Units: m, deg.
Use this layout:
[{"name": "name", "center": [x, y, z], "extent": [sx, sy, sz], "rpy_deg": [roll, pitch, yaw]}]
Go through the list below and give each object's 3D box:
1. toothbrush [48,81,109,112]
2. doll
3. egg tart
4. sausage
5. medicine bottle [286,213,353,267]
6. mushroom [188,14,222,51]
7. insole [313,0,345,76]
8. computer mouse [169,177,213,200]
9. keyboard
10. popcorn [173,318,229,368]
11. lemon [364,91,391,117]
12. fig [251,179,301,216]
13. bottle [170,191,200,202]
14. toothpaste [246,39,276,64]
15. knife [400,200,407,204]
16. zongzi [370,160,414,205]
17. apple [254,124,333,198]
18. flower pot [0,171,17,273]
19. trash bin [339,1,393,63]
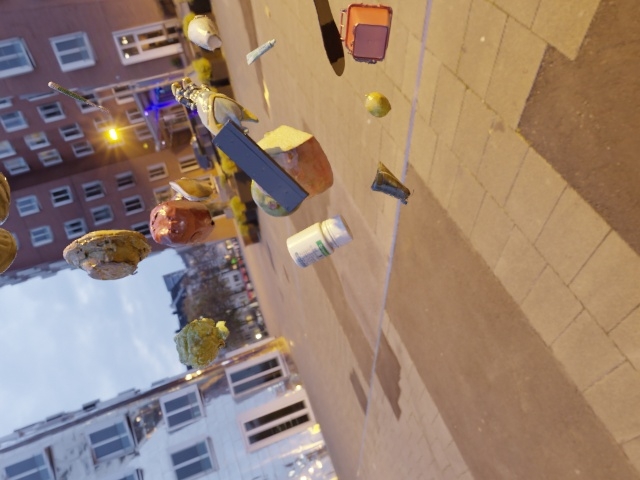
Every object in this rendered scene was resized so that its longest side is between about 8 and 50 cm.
[{"name": "toothbrush", "center": [-0.862, -0.510, 1.655], "extent": [0.024, 0.018, 0.257], "rpy_deg": [28, -176, 18]}, {"name": "doll", "center": [-0.353, -0.441, 1.526], "extent": [0.316, 0.145, 0.103], "rpy_deg": [35, 120, 18]}, {"name": "egg tart", "center": [-0.607, 0.050, 1.332], "extent": [0.241, 0.241, 0.106], "rpy_deg": [98, 155, -67]}, {"name": "sausage", "center": [-0.440, -0.055, 1.478], "extent": [0.279, 0.152, 0.152], "rpy_deg": [-31, -76, -78]}, {"name": "medicine bottle", "center": [0.000, 0.000, 1.791], "extent": [0.139, 0.236, 0.139], "rpy_deg": [60, -171, -16]}, {"name": "mushroom", "center": [-0.434, -0.783, 1.730], "extent": [0.095, 0.122, 0.351], "rpy_deg": [-63, 27, 24]}, {"name": "insole", "center": [0.025, -0.645, 1.396], "extent": [0.111, 0.007, 0.328], "rpy_deg": [-65, -31, -30]}, {"name": "computer mouse", "center": [-0.531, -0.219, 1.883], "extent": [0.245, 0.125, 0.056], "rpy_deg": [30, 121, 49]}, {"name": "keyboard", "center": [-0.170, -0.212, 1.331], "extent": [0.309, 0.101, 0.018], "rpy_deg": [42, -148, -12]}, {"name": "popcorn", "center": [-0.344, 0.295, 1.320], "extent": [0.135, 0.162, 0.142], "rpy_deg": [123, 146, -79]}, {"name": "lemon", "center": [0.208, -0.503, 1.702], "extent": [0.082, 0.110, 0.082], "rpy_deg": [-53, 20, 28]}, {"name": "fig", "center": [-0.191, -0.263, 2.195], "extent": [0.326, 0.258, 0.258], "rpy_deg": [-83, -15, -53]}, {"name": "bottle", "center": [-0.619, -0.131, 2.072], "extent": [0.156, 0.143, 0.271], "rpy_deg": [3, 70, 45]}, {"name": "toothpaste", "center": [-0.265, -0.843, 2.050], "extent": [0.197, 0.029, 0.048], "rpy_deg": [-13, 87, 42]}, {"name": "knife", "center": [0.374, -0.248, 2.230], "extent": [0.046, 0.021, 0.222], "rpy_deg": [96, 159, -50]}, {"name": "zongzi", "center": [0.337, -0.273, 2.115], "extent": [0.084, 0.187, 0.184], "rpy_deg": [121, 170, -50]}, {"name": "apple", "center": [-0.104, -0.280, 1.814], "extent": [0.252, 0.313, 0.309], "rpy_deg": [-85, -22, -47]}, {"name": "flower pot", "center": [-0.851, -0.038, 1.036], "extent": [0.307, 0.307, 0.244], "rpy_deg": [-118, 24, -43]}, {"name": "trash bin", "center": [0.150, -0.703, 1.564], "extent": [0.239, 0.184, 0.161], "rpy_deg": [-83, -2, -53]}]
